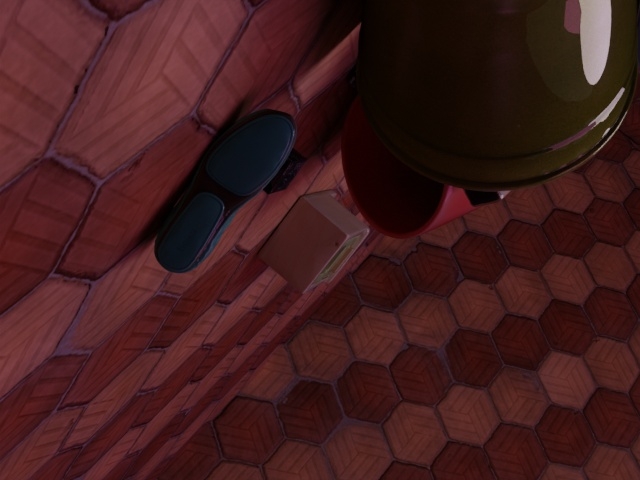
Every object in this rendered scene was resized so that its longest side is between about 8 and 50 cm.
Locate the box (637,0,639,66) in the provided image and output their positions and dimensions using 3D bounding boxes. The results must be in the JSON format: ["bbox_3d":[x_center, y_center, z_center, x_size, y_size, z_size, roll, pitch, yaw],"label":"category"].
[{"bbox_3d":[0.544,-0.464,1.188,0.395,0.212,0.293,-32,162,9],"label":"box"}]

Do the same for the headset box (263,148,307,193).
[{"bbox_3d":[-0.059,-0.108,1.344,0.062,0.032,0.083,-53,169,18],"label":"headset box"}]

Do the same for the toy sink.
[{"bbox_3d":[0.000,0.000,1.773,0.153,0.131,0.234,-52,172,14],"label":"toy sink"}]

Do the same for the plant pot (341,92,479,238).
[{"bbox_3d":[0.211,-0.153,1.486,0.243,0.275,0.275,-12,150,-33],"label":"plant pot"}]

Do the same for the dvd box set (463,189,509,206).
[{"bbox_3d":[0.300,-0.282,1.393,0.062,0.307,0.420,-15,-161,47],"label":"dvd box set"}]

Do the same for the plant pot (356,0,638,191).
[{"bbox_3d":[0.201,-0.290,0.998,0.366,0.366,0.353,-49,160,-8],"label":"plant pot"}]

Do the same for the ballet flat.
[{"bbox_3d":[-0.123,-0.069,1.087,0.247,0.083,0.087,-51,-164,9],"label":"ballet flat"}]

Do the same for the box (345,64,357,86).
[{"bbox_3d":[0.078,-0.276,1.368,0.067,0.018,0.083,-54,171,25],"label":"box"}]
